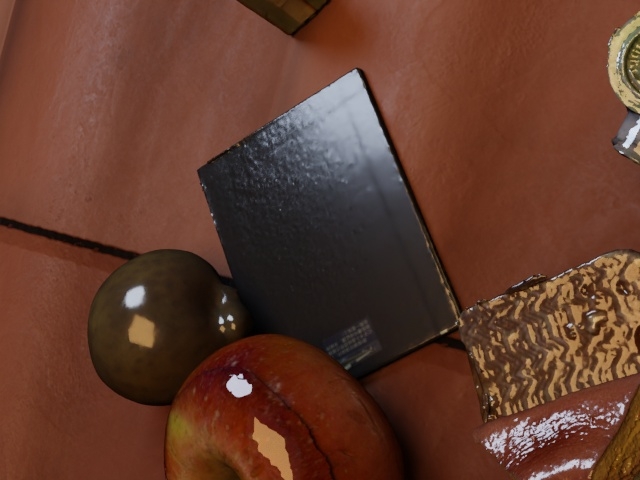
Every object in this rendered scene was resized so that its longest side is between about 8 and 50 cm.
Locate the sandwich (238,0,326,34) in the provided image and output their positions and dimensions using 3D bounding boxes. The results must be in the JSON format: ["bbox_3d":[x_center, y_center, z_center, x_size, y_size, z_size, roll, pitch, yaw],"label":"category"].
[{"bbox_3d":[-0.076,-0.328,1.262,0.079,0.163,0.113,-40,63,18],"label":"sandwich"}]

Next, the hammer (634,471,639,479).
[{"bbox_3d":[0.279,0.344,0.970,0.202,0.113,0.305,-36,70,23],"label":"hammer"}]

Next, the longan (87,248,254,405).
[{"bbox_3d":[-0.173,0.099,1.243,0.204,0.159,0.184,-3,72,24],"label":"longan"}]

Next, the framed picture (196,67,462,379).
[{"bbox_3d":[0.000,0.000,1.246,0.255,0.014,0.338,-30,67,23],"label":"framed picture"}]

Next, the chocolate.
[{"bbox_3d":[0.248,0.104,1.033,0.214,0.093,0.148,-21,72,26],"label":"chocolate"}]

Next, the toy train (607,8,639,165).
[{"bbox_3d":[0.409,-0.173,0.954,0.249,0.173,0.307,33,98,22],"label":"toy train"}]

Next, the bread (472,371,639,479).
[{"bbox_3d":[0.219,0.185,0.934,0.192,0.067,0.119,-23,34,31],"label":"bread"}]

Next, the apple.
[{"bbox_3d":[-0.038,0.235,1.112,0.272,0.206,0.251,38,118,29],"label":"apple"}]
